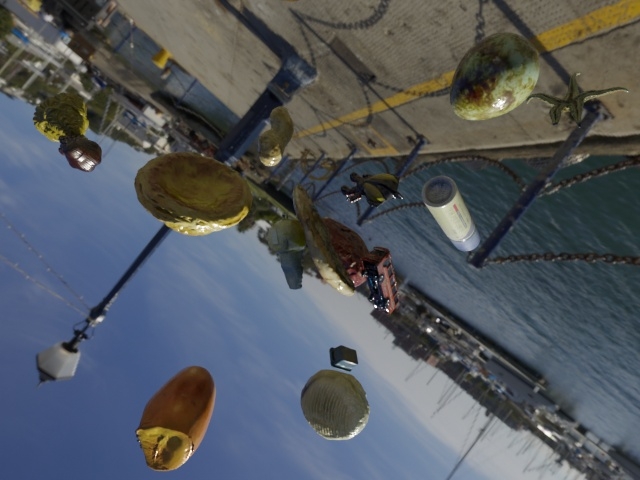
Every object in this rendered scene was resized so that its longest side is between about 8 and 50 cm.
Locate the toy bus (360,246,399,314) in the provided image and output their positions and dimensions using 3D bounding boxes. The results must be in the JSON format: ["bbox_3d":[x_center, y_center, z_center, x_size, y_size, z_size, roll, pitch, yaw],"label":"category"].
[{"bbox_3d":[0.186,0.125,1.323,0.073,0.096,0.235,15,137,36],"label":"toy bus"}]

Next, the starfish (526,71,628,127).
[{"bbox_3d":[0.618,-0.342,1.054,0.216,0.224,0.050,-2,140,41],"label":"starfish"}]

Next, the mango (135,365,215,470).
[{"bbox_3d":[-0.315,0.384,1.004,0.137,0.188,0.257,13,-155,-2],"label":"mango"}]

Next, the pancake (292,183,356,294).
[{"bbox_3d":[0.002,-0.001,1.245,0.356,0.065,0.357,-25,-90,-86],"label":"pancake"}]

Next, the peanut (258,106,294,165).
[{"bbox_3d":[-0.163,-0.384,1.597,0.098,0.230,0.103,14,168,41],"label":"peanut"}]

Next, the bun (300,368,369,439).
[{"bbox_3d":[0.053,0.493,1.333,0.220,0.221,0.134,39,-158,17],"label":"bun"}]

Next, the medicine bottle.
[{"bbox_3d":[0.244,-0.042,0.790,0.059,0.059,0.230,38,-178,35],"label":"medicine bottle"}]

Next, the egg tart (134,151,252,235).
[{"bbox_3d":[-0.345,-0.114,1.174,0.318,0.128,0.319,18,-142,-15],"label":"egg tart"}]

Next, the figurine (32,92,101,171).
[{"bbox_3d":[-0.863,-0.355,1.518,0.315,0.187,0.168,49,154,26],"label":"figurine"}]

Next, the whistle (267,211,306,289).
[{"bbox_3d":[-0.080,0.029,1.244,0.123,0.122,0.224,-160,60,-86],"label":"whistle"}]

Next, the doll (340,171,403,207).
[{"bbox_3d":[0.165,-0.167,1.396,0.088,0.127,0.248,12,-170,-37],"label":"doll"}]

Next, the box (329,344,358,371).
[{"bbox_3d":[0.084,0.407,1.499,0.099,0.054,0.074,27,-138,-33],"label":"box"}]

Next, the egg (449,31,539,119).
[{"bbox_3d":[0.542,-0.512,1.375,0.238,0.238,0.289,40,134,-17],"label":"egg"}]

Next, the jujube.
[{"bbox_3d":[0.071,0.045,1.652,0.290,0.197,0.197,51,179,0],"label":"jujube"}]
